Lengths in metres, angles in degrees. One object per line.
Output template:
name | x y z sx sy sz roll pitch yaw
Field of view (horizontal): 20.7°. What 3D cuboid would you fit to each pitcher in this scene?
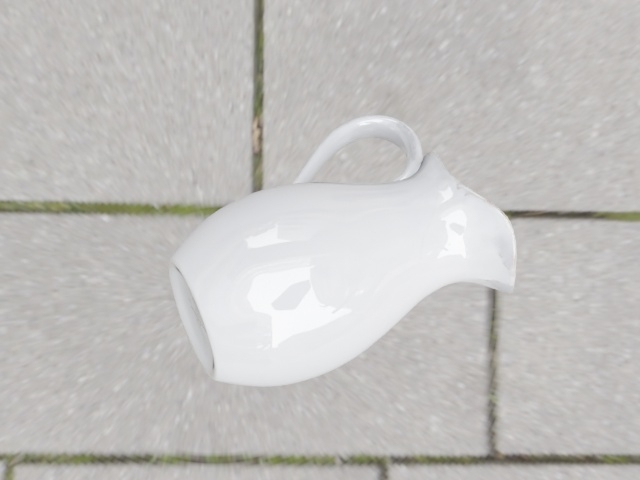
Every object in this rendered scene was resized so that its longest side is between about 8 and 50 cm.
pitcher | 0.000 0.000 1.165 0.207 0.125 0.178 -21 47 -15
